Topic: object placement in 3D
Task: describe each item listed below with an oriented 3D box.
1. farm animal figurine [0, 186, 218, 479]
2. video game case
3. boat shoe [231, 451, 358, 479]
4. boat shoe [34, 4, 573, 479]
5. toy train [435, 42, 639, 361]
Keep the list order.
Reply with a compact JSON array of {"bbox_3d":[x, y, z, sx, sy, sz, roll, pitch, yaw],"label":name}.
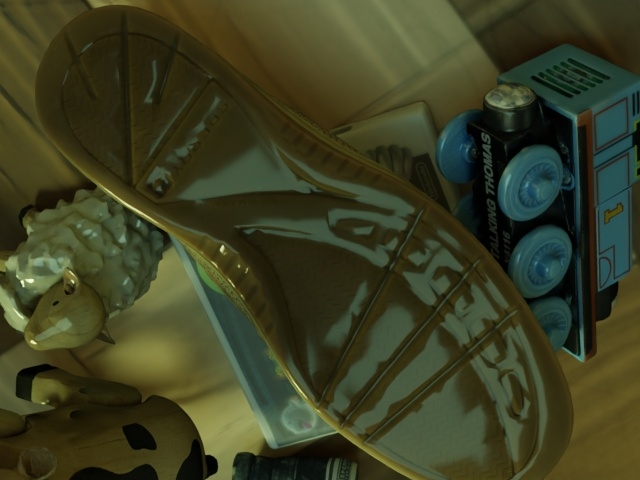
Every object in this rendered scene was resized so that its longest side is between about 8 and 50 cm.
[{"bbox_3d":[-0.174,0.168,0.801,0.172,0.327,0.330,12,117,32],"label":"farm animal figurine"},{"bbox_3d":[0.014,0.027,0.882,0.173,0.022,0.190,-17,113,15],"label":"video game case"},{"bbox_3d":[-0.024,0.220,0.966,0.083,0.065,0.183,7,112,6],"label":"boat shoe"},{"bbox_3d":[0.000,0.000,0.791,0.341,0.110,0.121,44,96,2],"label":"boat shoe"},{"bbox_3d":[0.127,-0.013,0.805,0.105,0.080,0.184,-26,128,-22],"label":"toy train"}]
